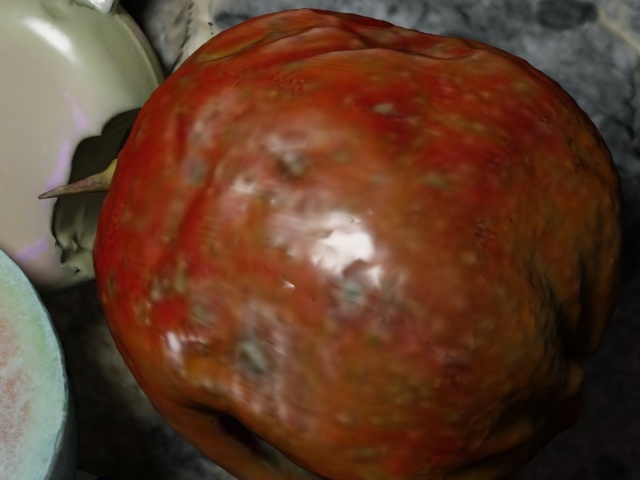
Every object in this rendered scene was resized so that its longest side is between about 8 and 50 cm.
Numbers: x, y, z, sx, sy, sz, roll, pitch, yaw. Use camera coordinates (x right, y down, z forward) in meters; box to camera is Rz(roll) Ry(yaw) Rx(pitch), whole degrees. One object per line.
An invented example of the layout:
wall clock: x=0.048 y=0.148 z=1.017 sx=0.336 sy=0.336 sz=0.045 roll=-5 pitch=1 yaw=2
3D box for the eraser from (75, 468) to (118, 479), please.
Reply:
eraser: x=-0.105 y=0.216 z=0.887 sx=0.279 sy=0.124 sz=0.081 roll=13 pitch=119 yaw=39

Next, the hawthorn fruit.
hawthorn fruit: x=0.021 y=0.009 z=0.740 sx=0.258 sy=0.258 sz=0.261 roll=-46 pitch=65 yaw=30

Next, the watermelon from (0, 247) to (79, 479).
watermelon: x=-0.238 y=0.103 z=0.861 sx=0.322 sy=0.188 sz=0.175 roll=20 pitch=149 yaw=24

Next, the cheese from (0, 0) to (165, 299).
cheese: x=-0.148 y=-0.103 z=0.849 sx=0.163 sy=0.082 sz=0.286 roll=32 pitch=118 yaw=6
